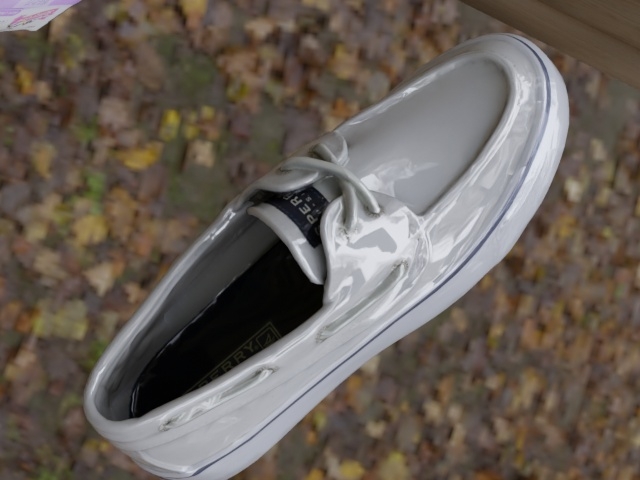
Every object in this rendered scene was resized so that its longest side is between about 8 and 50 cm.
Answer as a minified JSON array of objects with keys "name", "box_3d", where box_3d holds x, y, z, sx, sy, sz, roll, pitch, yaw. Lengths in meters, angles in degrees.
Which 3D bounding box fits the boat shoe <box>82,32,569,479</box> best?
[{"name":"boat shoe","box_3d":[0.000,0.000,0.766,0.267,0.096,0.088,-40,151,4]}]

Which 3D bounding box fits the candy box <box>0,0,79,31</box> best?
[{"name":"candy box","box_3d":[-0.285,-0.262,1.332,0.196,0.070,0.165,62,22,1]}]

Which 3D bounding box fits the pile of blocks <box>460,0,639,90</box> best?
[{"name":"pile of blocks","box_3d":[0.152,-0.081,0.304,0.112,0.362,0.149,-52,126,-12]}]
